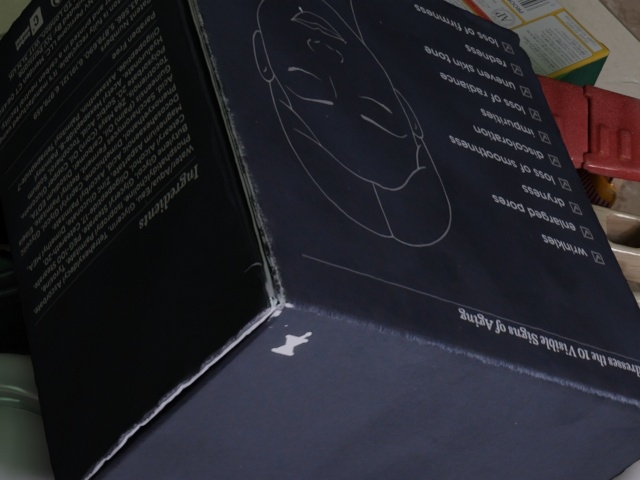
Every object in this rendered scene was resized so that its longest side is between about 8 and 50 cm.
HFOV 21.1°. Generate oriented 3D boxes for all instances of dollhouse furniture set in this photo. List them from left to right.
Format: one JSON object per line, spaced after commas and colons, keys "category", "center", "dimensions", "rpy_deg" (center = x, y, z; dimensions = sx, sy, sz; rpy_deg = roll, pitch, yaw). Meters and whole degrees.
{"category": "dollhouse furniture set", "center": [0.243, 0.030, 1.768], "dimensions": [0.152, 0.201, 0.374], "rpy_deg": [12, 50, -6]}

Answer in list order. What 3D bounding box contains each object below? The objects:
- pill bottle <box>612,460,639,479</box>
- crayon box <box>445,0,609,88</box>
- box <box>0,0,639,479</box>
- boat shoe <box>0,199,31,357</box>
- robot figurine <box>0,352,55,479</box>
{"category": "pill bottle", "center": [0.402, 0.174, 1.686], "dimensions": [0.162, 0.162, 0.278], "rpy_deg": [34, 67, 13]}
{"category": "crayon box", "center": [0.153, -0.213, 2.022], "dimensions": [0.323, 0.083, 0.203], "rpy_deg": [-23, 60, -32]}
{"category": "box", "center": [0.000, 0.000, 1.503], "dimensions": [0.480, 0.297, 0.472], "rpy_deg": [18, 39, -39]}
{"category": "boat shoe", "center": [-0.448, 0.013, 1.556], "dimensions": [0.500, 0.156, 0.187], "rpy_deg": [5, 46, -5]}
{"category": "robot figurine", "center": [-0.279, 0.240, 1.438], "dimensions": [0.300, 0.200, 0.353], "rpy_deg": [-9, 46, 18]}
